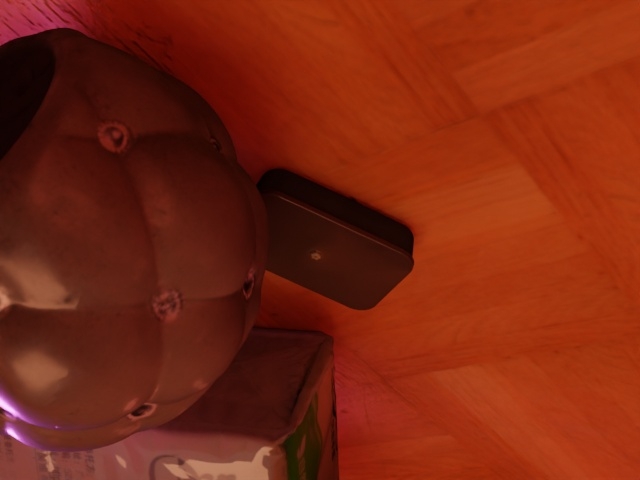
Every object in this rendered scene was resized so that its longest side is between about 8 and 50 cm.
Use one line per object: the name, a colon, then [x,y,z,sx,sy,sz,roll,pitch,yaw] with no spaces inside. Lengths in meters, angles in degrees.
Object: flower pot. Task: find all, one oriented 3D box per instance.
flower pot: [-0.151,0.004,0.542,0.246,0.246,0.195,-12,136,33]

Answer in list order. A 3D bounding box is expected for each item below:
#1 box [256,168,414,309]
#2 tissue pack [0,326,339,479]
box: [0.000,0.000,0.651,0.126,0.031,0.091,24,143,-10]
tissue pack: [-0.146,0.279,0.815,0.331,0.205,0.405,3,111,14]
